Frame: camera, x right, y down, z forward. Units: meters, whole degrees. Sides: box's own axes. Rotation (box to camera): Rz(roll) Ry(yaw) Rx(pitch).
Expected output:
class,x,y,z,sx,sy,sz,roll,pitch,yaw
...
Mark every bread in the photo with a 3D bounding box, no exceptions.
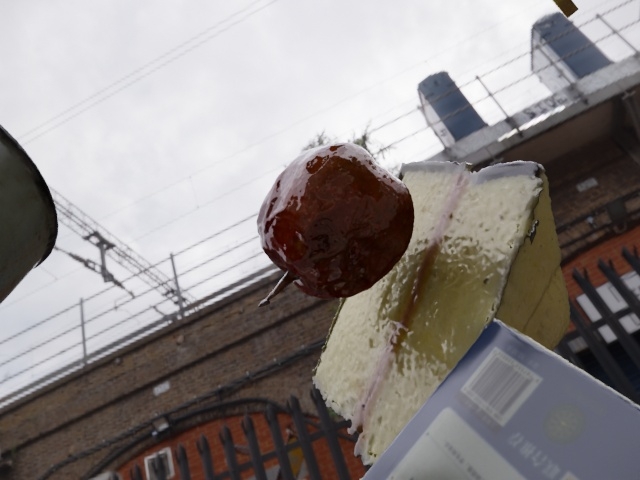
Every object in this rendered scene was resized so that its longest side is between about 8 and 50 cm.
class,x,y,z,sx,sy,sz,roll,pitch,yaw
bread,0.118,0.068,0.756,0.405,0.346,0.242,-29,-72,-30

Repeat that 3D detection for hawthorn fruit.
class,x,y,z,sx,sy,sz,roll,pitch,yaw
hawthorn fruit,0.000,0.000,0.760,0.243,0.208,0.207,-50,-32,-18

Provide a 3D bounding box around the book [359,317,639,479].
class,x,y,z,sx,sy,sz,roll,pitch,yaw
book,0.085,0.279,0.415,0.039,0.300,0.428,40,-91,-25

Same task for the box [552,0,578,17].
class,x,y,z,sx,sy,sz,roll,pitch,yaw
box,0.373,-0.400,0.925,0.022,0.089,0.156,-38,5,30

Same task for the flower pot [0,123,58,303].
class,x,y,z,sx,sy,sz,roll,pitch,yaw
flower pot,-0.479,0.026,0.570,0.294,0.330,0.293,6,-51,8
